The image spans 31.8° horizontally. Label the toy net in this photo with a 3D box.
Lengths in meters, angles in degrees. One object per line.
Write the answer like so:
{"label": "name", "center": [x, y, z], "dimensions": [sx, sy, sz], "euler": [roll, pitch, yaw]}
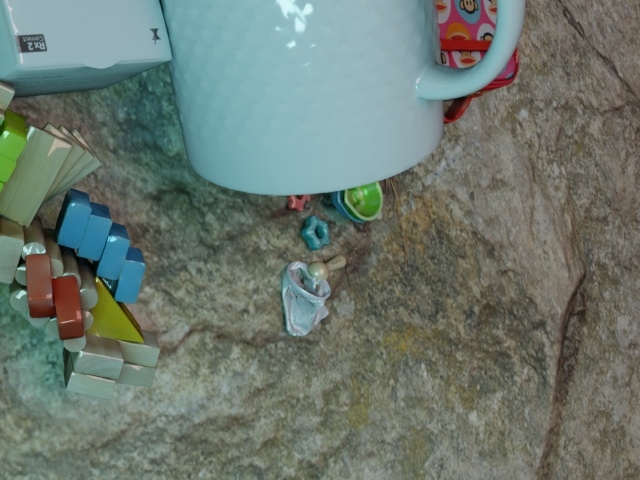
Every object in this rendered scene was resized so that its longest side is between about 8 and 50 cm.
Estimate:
{"label": "toy net", "center": [0.000, 0.000, 1.326], "dimensions": [0.122, 0.045, 0.232], "euler": [40, 53, -34]}

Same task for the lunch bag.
{"label": "lunch bag", "center": [0.143, -0.284, 1.510], "dimensions": [0.293, 0.120, 0.258], "euler": [-11, 92, -47]}

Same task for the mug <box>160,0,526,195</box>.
{"label": "mug", "center": [0.018, -0.243, 1.092], "dimensions": [0.276, 0.374, 0.328], "euler": [-43, 135, -48]}

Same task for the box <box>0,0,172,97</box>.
{"label": "box", "center": [-0.258, -0.234, 1.045], "dimensions": [0.181, 0.119, 0.181], "euler": [-15, 92, -49]}

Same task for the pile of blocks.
{"label": "pile of blocks", "center": [-0.235, -0.002, 0.967], "dimensions": [0.149, 0.112, 0.362], "euler": [-37, 115, 0]}
